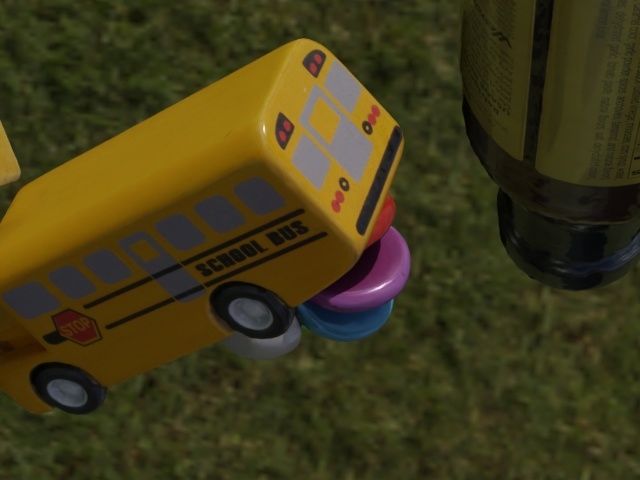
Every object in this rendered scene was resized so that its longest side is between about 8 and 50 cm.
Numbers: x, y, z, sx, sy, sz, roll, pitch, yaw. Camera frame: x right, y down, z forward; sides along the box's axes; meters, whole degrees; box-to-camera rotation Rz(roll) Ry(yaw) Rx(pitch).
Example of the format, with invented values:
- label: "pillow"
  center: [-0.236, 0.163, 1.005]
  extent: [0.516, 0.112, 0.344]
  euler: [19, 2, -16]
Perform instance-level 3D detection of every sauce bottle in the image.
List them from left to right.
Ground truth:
- label: "sauce bottle"
  center: [0.103, -0.075, 0.719]
  extent: [0.344, 0.111, 0.111]
  euler: [86, 28, -68]

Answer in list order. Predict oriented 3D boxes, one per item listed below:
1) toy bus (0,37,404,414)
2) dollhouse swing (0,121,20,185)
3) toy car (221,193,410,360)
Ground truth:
- label: "toy bus"
  center: [-0.099, 0.002, 1.221]
  extent: [0.130, 0.333, 0.108]
  euler: [44, 44, -25]
- label: "dollhouse swing"
  center: [-0.466, -0.087, 1.348]
  extent: [0.347, 0.305, 0.315]
  euler: [-25, 95, -34]
- label: "toy car"
  center: [0.000, 0.000, 1.372]
  extent: [0.159, 0.136, 0.182]
  euler: [-47, 140, -32]
